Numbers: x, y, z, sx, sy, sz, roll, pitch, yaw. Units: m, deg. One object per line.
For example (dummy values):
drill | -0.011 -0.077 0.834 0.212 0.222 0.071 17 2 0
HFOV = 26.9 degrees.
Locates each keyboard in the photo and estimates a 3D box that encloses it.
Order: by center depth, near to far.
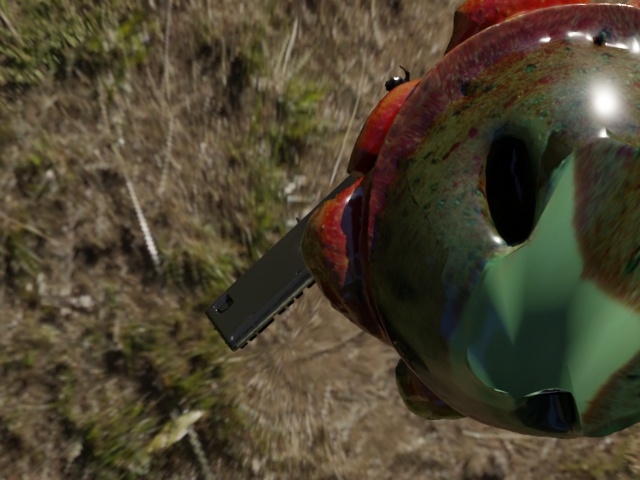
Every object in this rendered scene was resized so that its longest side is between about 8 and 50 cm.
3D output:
keyboard | 0.000 0.000 1.108 0.230 0.094 0.025 -42 118 -2

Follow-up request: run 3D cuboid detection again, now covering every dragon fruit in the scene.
dragon fruit | 0.131 -0.004 0.743 0.268 0.130 0.295 15 112 -18
